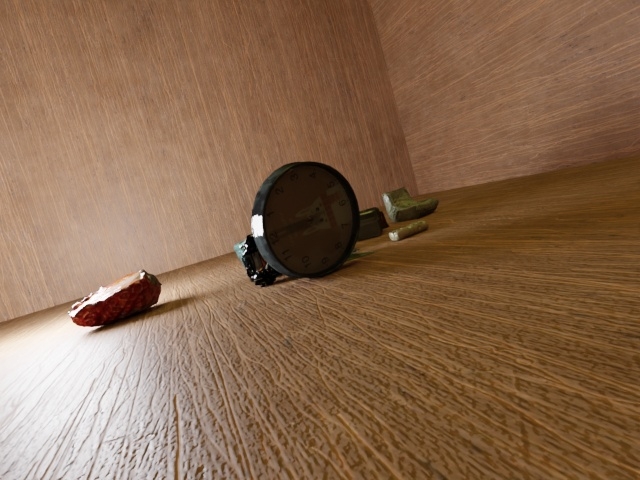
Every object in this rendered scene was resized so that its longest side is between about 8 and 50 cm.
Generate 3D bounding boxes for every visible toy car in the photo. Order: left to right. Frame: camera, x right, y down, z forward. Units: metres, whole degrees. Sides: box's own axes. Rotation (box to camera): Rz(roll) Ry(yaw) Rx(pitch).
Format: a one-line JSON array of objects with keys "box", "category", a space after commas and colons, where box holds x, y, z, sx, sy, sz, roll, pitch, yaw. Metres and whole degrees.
[{"box": [-0.131, 0.051, 1.522, 0.301, 0.193, 0.118, -14, -8, 12], "category": "toy car"}]

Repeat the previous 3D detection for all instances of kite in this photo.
[{"box": [0.066, 0.068, 1.644, 0.322, 0.013, 0.267, -9, 9, 46], "category": "kite"}]

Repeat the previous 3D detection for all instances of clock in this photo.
[{"box": [-0.035, -0.066, 1.382, 0.386, 0.386, 0.076, -19, 11, -32], "category": "clock"}]

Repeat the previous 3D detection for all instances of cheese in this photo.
[{"box": [0.362, -0.042, 1.746, 0.194, 0.043, 0.065, -19, 5, -32], "category": "cheese"}]

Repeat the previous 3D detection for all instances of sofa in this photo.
[{"box": [0.500, -0.213, 2.379, 0.210, 0.176, 0.225, -20, 6, -38], "category": "sofa"}]

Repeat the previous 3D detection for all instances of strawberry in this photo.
[{"box": [-0.793, 0.248, 1.686, 0.336, 0.149, 0.265, -32, 20, -33], "category": "strawberry"}]

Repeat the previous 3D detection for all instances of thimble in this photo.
[{"box": [-0.320, 0.049, 2.165, 0.198, 0.143, 0.235, -27, 7, -22], "category": "thimble"}]

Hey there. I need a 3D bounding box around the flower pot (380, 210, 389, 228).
[{"box": [0.306, -0.105, 2.295, 0.111, 0.089, 0.111, -15, 6, 2], "category": "flower pot"}]

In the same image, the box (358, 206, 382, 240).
[{"box": [0.228, -0.083, 2.089, 0.147, 0.129, 0.210, -14, 7, 13], "category": "box"}]
